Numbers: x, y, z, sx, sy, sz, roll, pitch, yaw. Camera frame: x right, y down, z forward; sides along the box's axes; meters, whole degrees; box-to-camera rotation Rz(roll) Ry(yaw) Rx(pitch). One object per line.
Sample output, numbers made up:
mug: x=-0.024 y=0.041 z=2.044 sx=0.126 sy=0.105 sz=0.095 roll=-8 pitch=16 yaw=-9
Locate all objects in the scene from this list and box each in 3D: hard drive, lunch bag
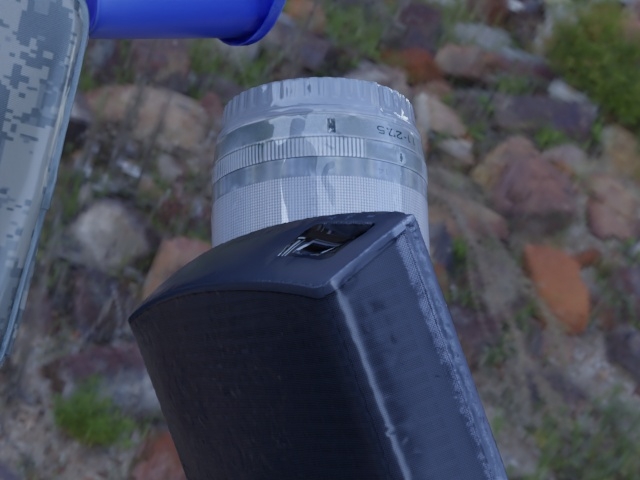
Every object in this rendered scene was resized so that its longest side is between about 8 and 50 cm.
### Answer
hard drive: x=-0.011 y=0.081 z=0.649 sx=0.054 sy=0.254 sz=0.172 roll=-21 pitch=94 yaw=-27
lunch bag: x=-0.314 y=-0.056 z=0.963 sx=0.212 sy=0.305 sz=0.256 roll=13 pitch=-1 yaw=-29

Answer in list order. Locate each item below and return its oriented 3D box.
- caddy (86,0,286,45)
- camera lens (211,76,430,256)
caddy: x=-0.116 y=-0.287 z=1.053 sx=0.179 sy=0.241 sz=0.341 roll=-7 pitch=37 yaw=-25
camera lens: x=0.000 y=0.000 z=1.417 sx=0.219 sy=0.219 sz=0.274 roll=6 pitch=72 yaw=-26
